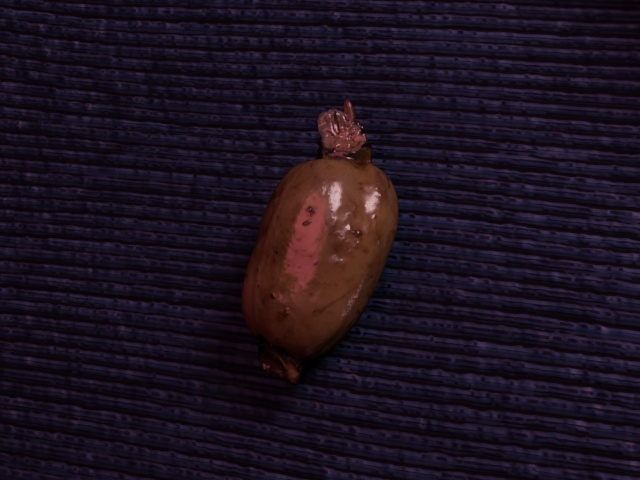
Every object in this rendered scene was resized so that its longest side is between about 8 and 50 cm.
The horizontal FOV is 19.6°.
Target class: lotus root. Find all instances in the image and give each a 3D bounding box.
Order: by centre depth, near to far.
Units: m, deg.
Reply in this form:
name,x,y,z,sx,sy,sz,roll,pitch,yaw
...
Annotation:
name,x,y,z,sx,sy,sz,roll,pitch,yaw
lotus root,0.000,0.000,0.959,0.072,0.063,0.151,8,79,35
